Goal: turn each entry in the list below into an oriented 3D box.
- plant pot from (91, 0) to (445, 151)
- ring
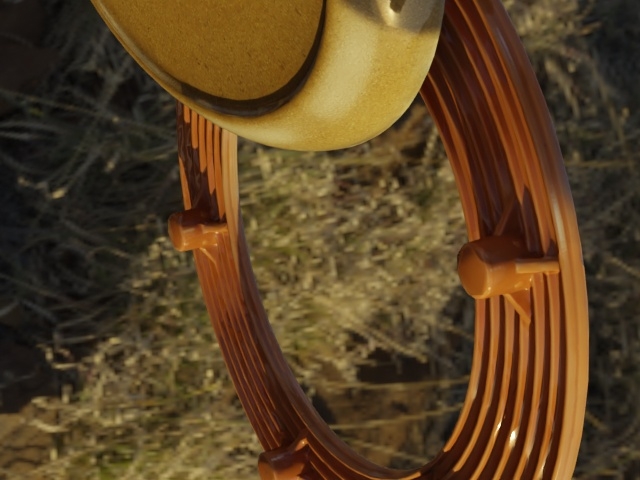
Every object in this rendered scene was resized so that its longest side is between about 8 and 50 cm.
[{"bbox_3d":[-0.049,-0.135,0.516,0.032,0.236,0.236,-32,107,-30],"label":"plant pot"},{"bbox_3d":[0.000,0.000,0.612,0.032,0.336,0.337,-14,93,-27],"label":"ring"}]
